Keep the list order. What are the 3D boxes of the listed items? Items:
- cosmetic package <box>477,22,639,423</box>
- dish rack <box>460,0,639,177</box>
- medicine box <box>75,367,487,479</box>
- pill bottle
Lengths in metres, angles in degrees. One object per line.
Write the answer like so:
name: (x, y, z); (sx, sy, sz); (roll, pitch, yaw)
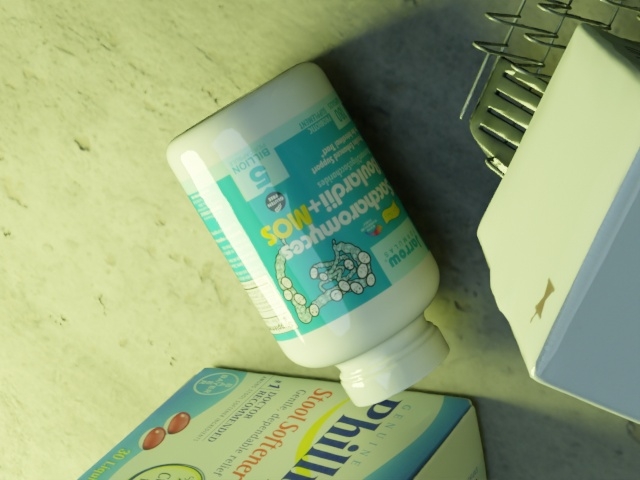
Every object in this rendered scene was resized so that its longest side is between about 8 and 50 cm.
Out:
cosmetic package: (0.336, 0.049, 0.866); (0.453, 0.230, 0.161); (21, 107, -9)
dish rack: (0.195, -0.145, 1.006); (0.208, 0.074, 0.271); (36, 113, 37)
medicine box: (-0.039, 0.243, 1.286); (0.289, 0.263, 0.149); (3, 115, 30)
pill bottle: (0.000, 0.000, 1.215); (0.146, 0.146, 0.264); (-26, 99, 38)
